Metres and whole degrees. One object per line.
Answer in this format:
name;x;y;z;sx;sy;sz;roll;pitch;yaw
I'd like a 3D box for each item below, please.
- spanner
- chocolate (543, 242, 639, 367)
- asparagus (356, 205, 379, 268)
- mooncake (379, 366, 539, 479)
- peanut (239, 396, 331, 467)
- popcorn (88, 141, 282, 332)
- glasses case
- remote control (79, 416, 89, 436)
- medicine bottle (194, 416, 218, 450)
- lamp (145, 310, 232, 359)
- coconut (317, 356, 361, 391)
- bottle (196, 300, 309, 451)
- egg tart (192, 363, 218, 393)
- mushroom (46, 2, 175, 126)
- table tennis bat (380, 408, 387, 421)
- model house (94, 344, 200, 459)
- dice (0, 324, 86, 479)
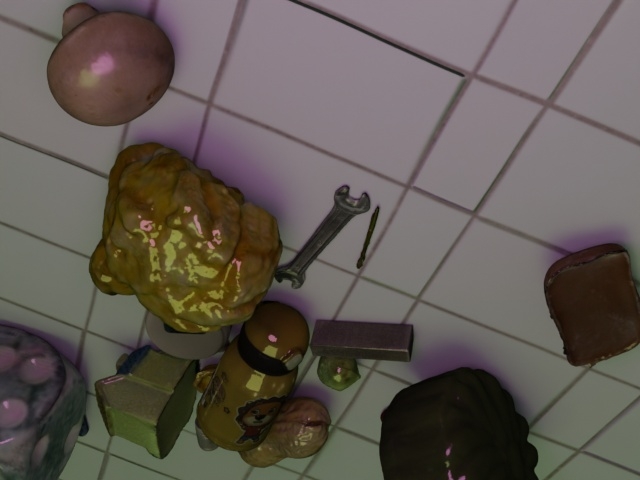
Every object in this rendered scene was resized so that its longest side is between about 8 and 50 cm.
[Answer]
spanner;0.000;0.000;1.555;0.071;0.017;0.302;29;132;-10
chocolate;0.482;0.106;1.469;0.161;0.083;0.261;-19;126;9
asparagus;0.088;-0.004;1.528;0.016;0.013;0.166;-16;142;-27
mooncake;0.292;0.437;1.640;0.194;0.356;0.356;-29;119;37
peanut;-0.089;0.452;1.916;0.149;0.149;0.313;41;131;-21
popcorn;-0.243;0.015;1.447;0.334;0.292;0.293;30;176;23
glasses case;0.085;0.206;1.681;0.204;0.071;0.047;1;135;15
remote control;-0.636;0.461;2.151;0.043;0.027;0.153;14;132;15
medicine bottle;-0.278;0.472;2.036;0.058;0.058;0.091;8;133;9
lamp;-0.273;0.146;1.700;0.179;0.108;0.246;1;136;1
coconut;0.040;0.275;1.750;0.096;0.088;0.088;17;134;8
bottle;-0.134;0.276;1.724;0.171;0.172;0.351;23;127;-5
egg tart;-0.244;0.314;1.884;0.105;0.039;0.105;-5;140;-4
mushroom;-0.341;-0.288;1.297;0.204;0.204;0.204;8;133;9
table tennis bat;0.192;0.393;1.860;0.098;0.019;0.155;19;137;-2
model house;-0.398;0.350;1.872;0.189;0.214;0.195;18;140;10
dice;-0.769;0.426;1.938;0.327;0.330;0.348;18;130;4
